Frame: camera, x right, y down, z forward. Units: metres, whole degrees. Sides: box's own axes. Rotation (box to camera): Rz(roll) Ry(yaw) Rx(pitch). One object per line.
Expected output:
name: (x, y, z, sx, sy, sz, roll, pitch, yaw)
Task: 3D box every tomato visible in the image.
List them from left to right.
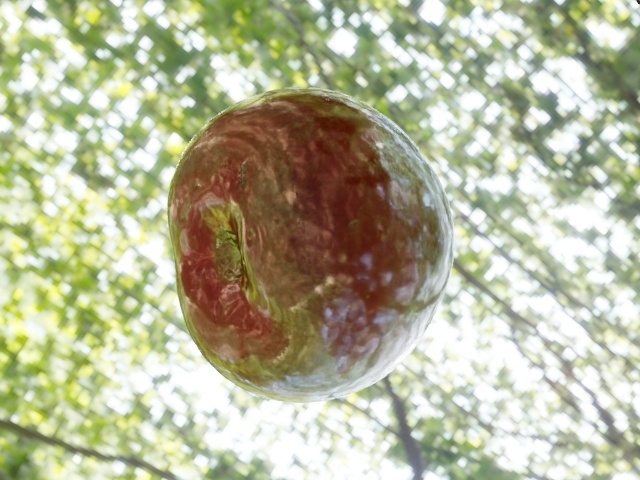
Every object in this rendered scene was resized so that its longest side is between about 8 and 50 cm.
tomato: (0.000, 0.000, 1.261, 0.270, 0.223, 0.270, 17, -68, 51)

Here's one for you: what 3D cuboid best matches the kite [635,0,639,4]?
kite: (0.313, -0.316, 1.585, 0.183, 0.241, 0.014, 58, -44, 27)
